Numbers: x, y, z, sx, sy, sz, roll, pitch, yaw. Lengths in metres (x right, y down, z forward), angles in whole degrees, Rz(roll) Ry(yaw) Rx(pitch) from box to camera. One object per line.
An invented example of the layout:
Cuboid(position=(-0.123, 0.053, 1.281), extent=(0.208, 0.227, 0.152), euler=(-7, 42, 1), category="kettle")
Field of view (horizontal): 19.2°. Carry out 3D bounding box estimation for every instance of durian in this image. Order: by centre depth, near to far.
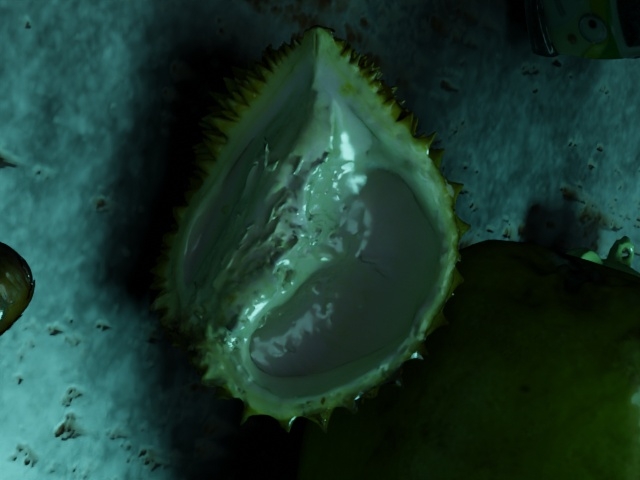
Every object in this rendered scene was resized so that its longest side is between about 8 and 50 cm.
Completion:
Cuboid(position=(-0.007, -0.002, 1.213), extent=(0.183, 0.138, 0.250), euler=(18, 90, -13), category="durian")

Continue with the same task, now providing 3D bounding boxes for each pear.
Cuboid(position=(0.147, 0.200, 1.313), extent=(0.352, 0.352, 0.413), euler=(-36, 138, -39), category="pear")

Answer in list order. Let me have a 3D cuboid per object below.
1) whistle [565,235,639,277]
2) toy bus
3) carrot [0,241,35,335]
Cuboid(position=(0.211, 0.134, 1.565), extent=(0.131, 0.106, 0.288), euler=(20, 86, -45), category="whistle")
Cuboid(position=(0.292, -0.235, 1.496), extent=(0.276, 0.164, 0.134), euler=(-30, 123, -42), category="toy bus")
Cuboid(position=(-0.227, 0.062, 1.055), extent=(0.161, 0.055, 0.055), euler=(-44, 133, -23), category="carrot")
